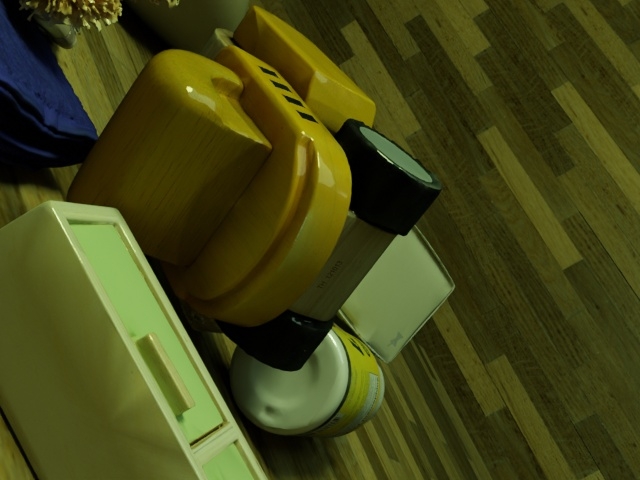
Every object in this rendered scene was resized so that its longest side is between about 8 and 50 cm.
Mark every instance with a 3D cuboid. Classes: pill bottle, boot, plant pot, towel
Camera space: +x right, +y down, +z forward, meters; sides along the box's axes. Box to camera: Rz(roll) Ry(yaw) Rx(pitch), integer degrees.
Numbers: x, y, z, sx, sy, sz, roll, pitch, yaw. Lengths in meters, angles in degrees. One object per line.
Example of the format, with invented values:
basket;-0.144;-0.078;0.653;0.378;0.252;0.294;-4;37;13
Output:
pill bottle;-0.004;0.147;0.936;0.119;0.119;0.208;62;9;20
boot;-0.292;-0.250;0.932;0.118;0.042;0.087;56;-7;50
plant pot;-0.208;-0.417;1.404;0.256;0.257;0.274;62;-6;21
towel;-0.290;-0.196;0.658;0.308;0.076;0.227;60;1;9

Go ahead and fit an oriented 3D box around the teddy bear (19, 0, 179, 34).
teddy bear;-0.206;-0.323;0.673;0.245;0.113;0.337;-12;91;-37

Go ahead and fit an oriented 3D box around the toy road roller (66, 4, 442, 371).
toy road roller;-0.085;-0.072;0.725;0.241;0.202;0.329;23;21;-41

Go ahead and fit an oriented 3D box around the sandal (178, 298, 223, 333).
sandal;-0.104;0.049;0.863;0.240;0.079;0.088;42;29;27

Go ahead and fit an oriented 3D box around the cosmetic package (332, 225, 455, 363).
cosmetic package;0.000;0.000;1.083;0.296;0.129;0.153;36;-11;43

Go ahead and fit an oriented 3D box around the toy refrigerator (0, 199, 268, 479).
toy refrigerator;-0.109;0.111;0.536;0.269;0.094;0.102;61;8;6
